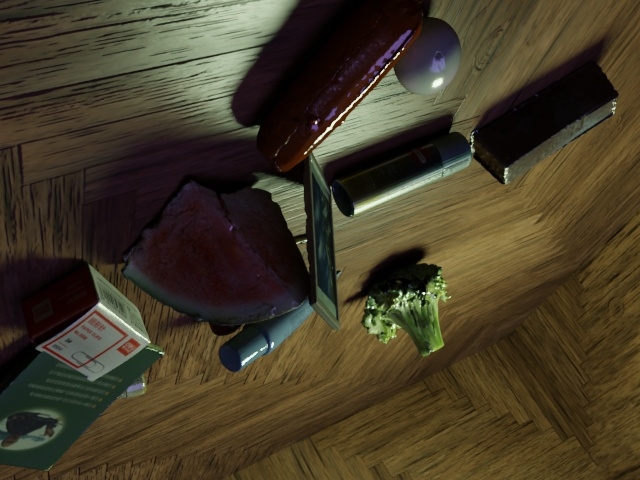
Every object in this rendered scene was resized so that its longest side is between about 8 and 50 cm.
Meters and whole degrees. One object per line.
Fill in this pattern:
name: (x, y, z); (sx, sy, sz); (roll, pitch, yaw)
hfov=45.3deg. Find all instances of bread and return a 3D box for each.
bread: (-0.206, 0.179, 1.704); (0.085, 0.053, 0.085); (-27, 158, -12)

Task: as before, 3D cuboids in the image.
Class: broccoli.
broccoli: (0.245, 0.195, 2.077); (0.262, 0.244, 0.247); (-23, 170, -8)

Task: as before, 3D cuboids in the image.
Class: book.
book: (-0.511, 0.301, 1.477); (0.371, 0.043, 0.260); (-43, 145, 8)

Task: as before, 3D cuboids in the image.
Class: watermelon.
watermelon: (-0.168, 0.020, 1.270); (0.310, 0.232, 0.193); (8, -175, 33)

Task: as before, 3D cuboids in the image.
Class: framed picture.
framed picture: (0.000, 0.000, 1.333); (0.019, 0.282, 0.209); (-7, 162, 10)

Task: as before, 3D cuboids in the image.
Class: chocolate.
chocolate: (0.478, -0.243, 1.642); (0.321, 0.112, 0.112); (-31, 156, -2)

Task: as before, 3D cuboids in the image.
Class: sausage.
sausage: (0.019, -0.224, 1.094); (0.102, 0.102, 0.330); (-2, 144, -52)

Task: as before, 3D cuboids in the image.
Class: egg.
egg: (0.160, -0.277, 1.160); (0.103, 0.103, 0.135); (-28, 159, -10)

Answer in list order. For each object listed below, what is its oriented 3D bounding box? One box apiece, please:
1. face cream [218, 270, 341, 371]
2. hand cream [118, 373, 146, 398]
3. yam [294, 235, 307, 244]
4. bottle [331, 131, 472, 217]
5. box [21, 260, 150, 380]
face cream: (-0.088, 0.186, 1.797); (0.385, 0.086, 0.136); (-33, 165, -47)
hand cream: (-0.475, 0.310, 1.614); (0.203, 0.084, 0.084); (-13, 153, -22)
yam: (-0.060, 0.005, 1.583); (0.107, 0.014, 0.014); (-16, 153, -33)
bottle: (0.162, -0.132, 1.497); (0.286, 0.082, 0.082); (-24, 157, -20)
box: (-0.388, 0.141, 1.279); (0.133, 0.099, 0.182); (-31, 145, -2)
